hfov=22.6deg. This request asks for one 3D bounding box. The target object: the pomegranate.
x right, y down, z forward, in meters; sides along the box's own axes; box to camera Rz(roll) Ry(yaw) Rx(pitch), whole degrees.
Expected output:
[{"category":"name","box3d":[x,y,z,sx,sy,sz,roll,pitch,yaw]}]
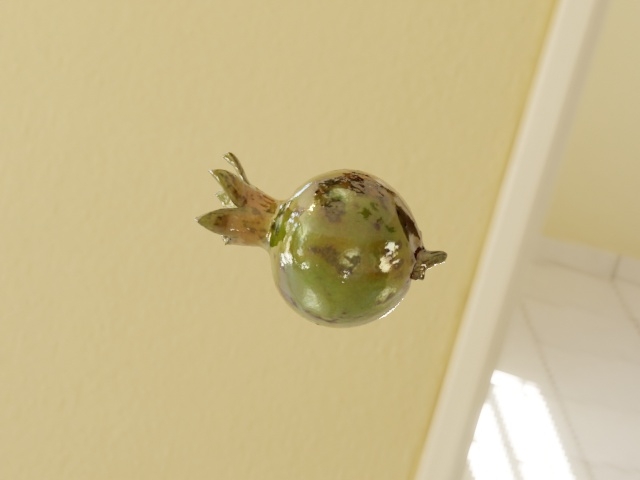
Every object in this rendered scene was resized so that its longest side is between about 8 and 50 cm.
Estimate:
[{"category":"pomegranate","box3d":[-0.003,-0.013,1.467,0.220,0.156,0.156,40,23,8]}]
